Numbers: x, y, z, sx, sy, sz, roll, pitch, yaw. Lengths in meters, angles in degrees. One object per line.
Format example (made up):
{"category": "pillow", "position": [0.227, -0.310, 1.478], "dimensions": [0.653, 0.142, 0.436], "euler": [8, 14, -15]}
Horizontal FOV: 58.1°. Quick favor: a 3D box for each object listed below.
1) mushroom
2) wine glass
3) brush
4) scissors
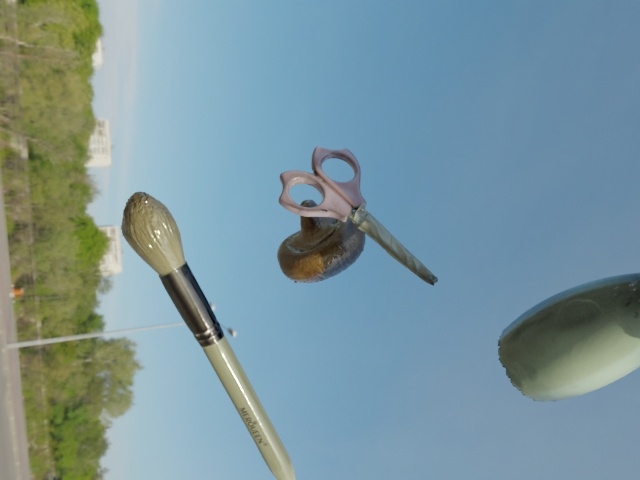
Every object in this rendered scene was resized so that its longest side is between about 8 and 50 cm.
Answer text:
{"category": "mushroom", "position": [0.002, 0.006, 0.747], "dimensions": [0.109, 0.126, 0.085], "euler": [52, -12, 36]}
{"category": "wine glass", "position": [0.350, 0.041, 0.513], "dimensions": [0.309, 0.264, 0.096], "euler": [-48, -126, 46]}
{"category": "brush", "position": [-0.086, 0.094, 0.490], "dimensions": [0.042, 0.039, 0.299], "euler": [-6, -65, 47]}
{"category": "scissors", "position": [0.048, -0.022, 0.645], "dimensions": [0.212, 0.110, 0.021], "euler": [44, -23, 14]}
